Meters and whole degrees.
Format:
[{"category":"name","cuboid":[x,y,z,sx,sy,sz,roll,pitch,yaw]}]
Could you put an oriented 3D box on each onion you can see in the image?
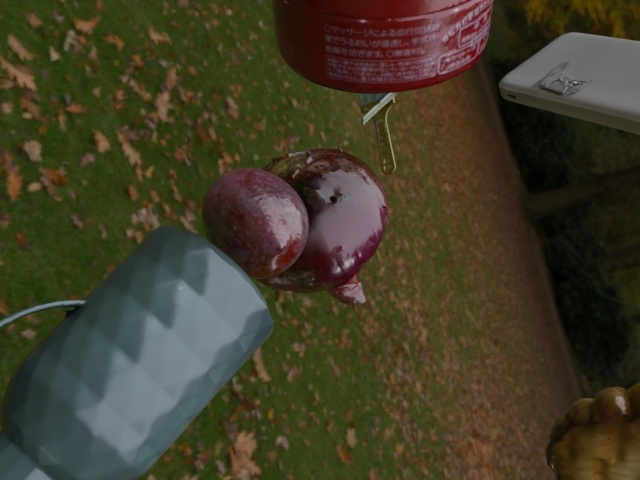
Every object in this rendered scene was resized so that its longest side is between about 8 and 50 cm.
[{"category":"onion","cuboid":[0.000,0.000,1.599,0.347,0.348,0.385,-80,147,-56]}]

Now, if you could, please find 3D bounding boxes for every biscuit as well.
[{"category":"biscuit","cuboid":[0.470,0.285,0.985,0.325,0.326,0.107,60,35,-36]}]

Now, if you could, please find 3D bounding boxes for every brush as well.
[{"category":"brush","cuboid":[0.131,-0.243,1.601,0.010,0.083,0.218,22,57,-59]},{"category":"brush","cuboid":[0.085,-0.200,1.098,0.083,0.013,0.016,-46,162,-25]}]

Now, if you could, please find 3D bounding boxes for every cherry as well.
[{"category":"cherry","cuboid":[-0.105,-0.023,1.244,0.250,0.175,0.192,-146,-127,-65]}]

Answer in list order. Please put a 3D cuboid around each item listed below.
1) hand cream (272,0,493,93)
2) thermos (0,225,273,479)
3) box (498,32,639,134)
[{"category":"hand cream","cuboid":[0.060,-0.255,0.723,0.230,0.230,0.149,-85,171,-50]},{"category":"thermos","cuboid":[-0.189,0.116,0.624,0.286,0.145,0.182,-46,106,-24]},{"category":"box","cuboid":[0.352,-0.187,0.869,0.285,0.142,0.044,33,-24,53]}]
